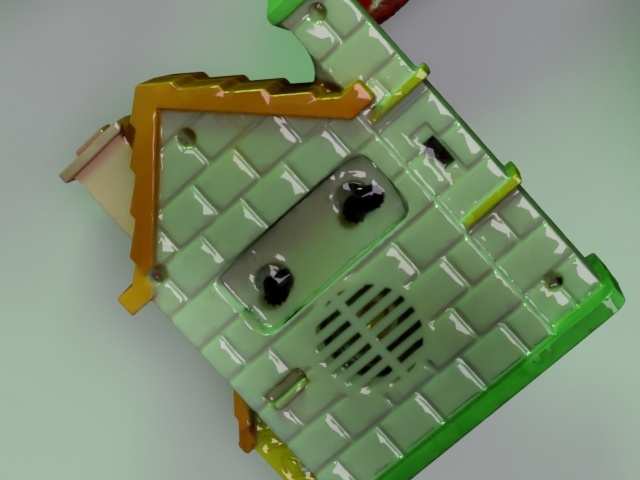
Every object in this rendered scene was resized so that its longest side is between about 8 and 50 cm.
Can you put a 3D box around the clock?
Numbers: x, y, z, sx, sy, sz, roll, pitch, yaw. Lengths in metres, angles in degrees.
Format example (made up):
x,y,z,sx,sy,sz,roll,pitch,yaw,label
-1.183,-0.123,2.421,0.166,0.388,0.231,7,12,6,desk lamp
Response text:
x,y,z,sx,sy,sz,roll,pitch,yaw,label
0.000,0.000,0.723,0.220,0.106,0.255,-41,94,11,clock

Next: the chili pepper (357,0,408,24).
x,y,z,sx,sy,sz,roll,pitch,yaw,label
0.136,-0.254,0.735,0.387,0.110,0.110,-41,99,7,chili pepper
